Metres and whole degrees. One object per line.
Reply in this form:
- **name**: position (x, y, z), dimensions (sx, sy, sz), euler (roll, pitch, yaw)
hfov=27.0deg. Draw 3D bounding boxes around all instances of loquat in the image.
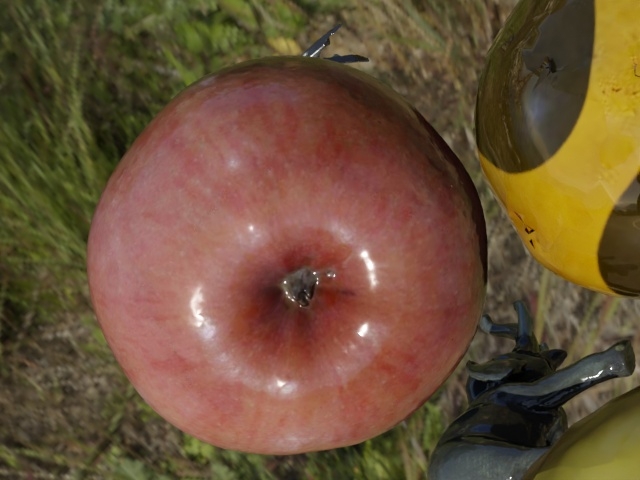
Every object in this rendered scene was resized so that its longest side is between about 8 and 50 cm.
- **loquat**: position (0.205, -0.075, 0.784), dimensions (0.235, 0.235, 0.235), euler (-8, 58, 13)

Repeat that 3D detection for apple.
- **apple**: position (-0.011, 0.008, 0.502), dimensions (0.153, 0.153, 0.120), euler (-34, 12, -4)

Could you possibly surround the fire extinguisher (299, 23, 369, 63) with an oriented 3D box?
- **fire extinguisher**: position (0.006, -0.084, 1.309), dimensions (0.118, 0.294, 0.093), euler (-16, 46, -2)

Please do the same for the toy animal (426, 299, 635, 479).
- **toy animal**: position (0.147, 0.114, 0.881), dimensions (0.137, 0.082, 0.269), euler (-13, 26, 24)

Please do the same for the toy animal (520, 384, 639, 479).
- **toy animal**: position (0.149, 0.160, 0.477), dimensions (0.191, 0.338, 0.216), euler (-3, 43, 2)
